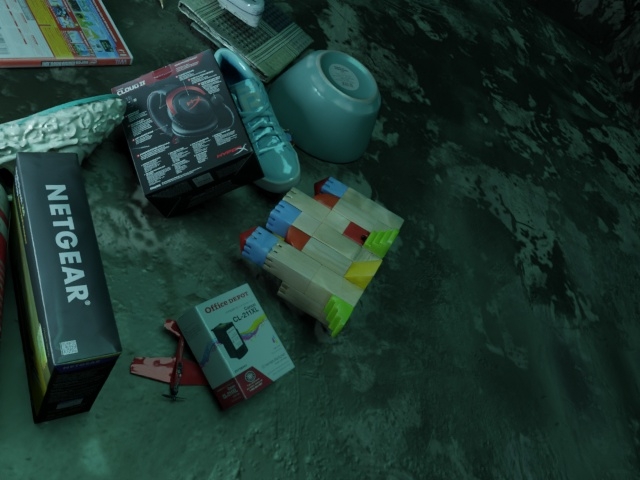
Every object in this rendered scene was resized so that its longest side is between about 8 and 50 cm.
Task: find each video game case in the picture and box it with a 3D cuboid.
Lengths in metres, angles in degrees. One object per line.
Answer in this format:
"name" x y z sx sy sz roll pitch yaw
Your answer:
"video game case" -0.580 -0.455 1.157 0.285 0.025 0.204 -18 69 -40

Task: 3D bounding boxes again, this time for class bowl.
"bowl" 0.035 -0.372 1.406 0.311 0.163 0.311 18 51 -23

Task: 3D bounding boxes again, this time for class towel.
"towel" -0.200 -0.593 1.498 0.312 0.056 0.324 40 44 -6

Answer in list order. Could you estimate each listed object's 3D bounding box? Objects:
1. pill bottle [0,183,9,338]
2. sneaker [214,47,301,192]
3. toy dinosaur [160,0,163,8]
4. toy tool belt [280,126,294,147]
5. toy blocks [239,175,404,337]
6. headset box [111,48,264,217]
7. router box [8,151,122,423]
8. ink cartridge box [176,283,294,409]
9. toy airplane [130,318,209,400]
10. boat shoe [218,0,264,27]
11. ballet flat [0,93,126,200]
"pill bottle" -0.517 0.103 0.653 0.229 0.229 0.408 4 57 -31
"sneaker" -0.160 -0.272 1.191 0.135 0.150 0.366 -29 70 -14
"toy dinosaur" -0.424 -0.715 1.420 0.112 0.064 0.211 27 48 -16
"toy tool belt" -0.093 -0.250 1.308 0.083 0.051 0.052 6 56 -30
"toy blocks" 0.000 0.000 1.126 0.261 0.191 0.381 32 46 5
"headset box" -0.266 -0.226 1.067 0.218 0.110 0.293 -23 69 -3
"router box" -0.375 0.069 0.762 0.081 0.243 0.309 -5 61 -36
"ink cartridge box" -0.146 0.179 0.929 0.127 0.072 0.175 -23 80 -49
"toy airplane" -0.237 0.196 0.910 0.151 0.028 0.151 18 50 -24
"boat shoe" -0.243 -0.636 1.407 0.226 0.076 0.083 43 54 17
"ballet flat" -0.514 -0.141 0.916 0.409 0.147 0.147 -27 76 -36
